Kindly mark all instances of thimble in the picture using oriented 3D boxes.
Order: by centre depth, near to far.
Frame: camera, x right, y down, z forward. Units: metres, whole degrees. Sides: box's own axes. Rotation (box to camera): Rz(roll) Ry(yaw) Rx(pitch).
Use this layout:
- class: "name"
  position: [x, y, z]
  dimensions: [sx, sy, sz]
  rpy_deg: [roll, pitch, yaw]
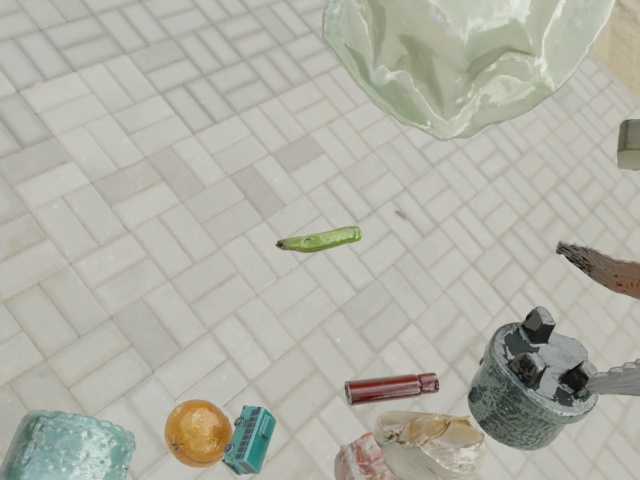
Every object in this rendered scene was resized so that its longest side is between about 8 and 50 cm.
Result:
- class: "thimble"
  position: [-0.464, 0.409, 1.030]
  dimensions: [0.235, 0.198, 0.143]
  rpy_deg: [8, 60, 9]
- class: "thimble"
  position: [0.155, 0.553, 1.280]
  dimensions: [0.239, 0.239, 0.162]
  rpy_deg: [6, 36, -20]

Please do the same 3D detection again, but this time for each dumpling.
- class: "dumpling"
  position: [0.135, -0.189, 0.461]
  dimensions: [0.252, 0.131, 0.179]
  rpy_deg: [-27, 86, 12]

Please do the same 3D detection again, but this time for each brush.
- class: "brush"
  position: [0.559, -0.154, 0.906]
  dimensions: [0.197, 0.123, 0.059]
  rpy_deg: [7, 89, -61]

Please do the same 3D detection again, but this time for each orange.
- class: "orange"
  position: [-0.341, 0.536, 1.530]
  dimensions: [0.193, 0.193, 0.161]
  rpy_deg: [44, 42, 4]

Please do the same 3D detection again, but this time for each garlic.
- class: "garlic"
  position: [0.206, 0.420, 1.091]
  dimensions: [0.178, 0.229, 0.142]
  rpy_deg: [-3, 100, -45]

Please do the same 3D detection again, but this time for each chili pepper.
- class: "chili pepper"
  position: [0.000, 0.000, 1.252]
  dimensions: [0.202, 0.052, 0.050]
  rpy_deg: [-10, 52, -19]

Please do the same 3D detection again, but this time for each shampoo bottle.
- class: "shampoo bottle"
  position: [0.204, 0.418, 1.567]
  dimensions: [0.260, 0.102, 0.064]
  rpy_deg: [-5, 92, -9]

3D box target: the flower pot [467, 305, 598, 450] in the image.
- class: "flower pot"
  position: [0.540, 0.338, 1.382]
  dimensions: [0.299, 0.282, 0.299]
  rpy_deg: [9, 38, -7]

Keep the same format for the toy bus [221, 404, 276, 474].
- class: "toy bus"
  position: [-0.175, 0.503, 1.403]
  dimensions: [0.079, 0.092, 0.160]
  rpy_deg: [57, 34, -31]

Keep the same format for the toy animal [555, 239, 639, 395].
- class: "toy animal"
  position: [0.484, 0.043, 0.681]
  dimensions: [0.302, 0.284, 0.225]
  rpy_deg: [10, 50, -3]
